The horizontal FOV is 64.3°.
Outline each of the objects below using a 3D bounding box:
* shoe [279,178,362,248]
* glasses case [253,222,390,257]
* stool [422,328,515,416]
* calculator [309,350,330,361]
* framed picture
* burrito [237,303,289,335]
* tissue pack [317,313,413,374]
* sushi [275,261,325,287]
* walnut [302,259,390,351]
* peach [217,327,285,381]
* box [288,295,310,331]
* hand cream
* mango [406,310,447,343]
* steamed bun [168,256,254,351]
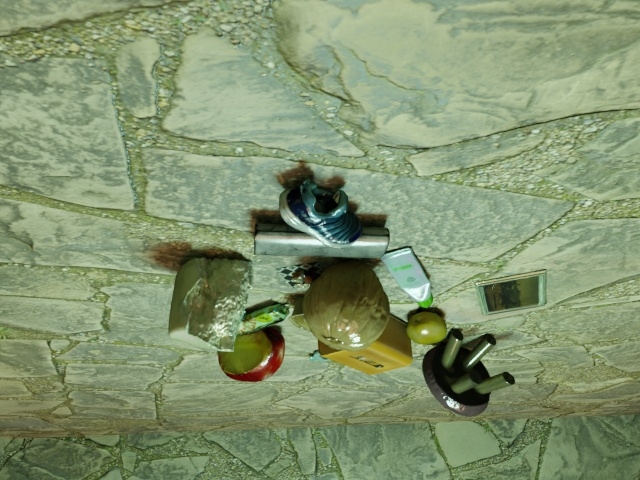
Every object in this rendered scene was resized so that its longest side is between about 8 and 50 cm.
[{"bbox_3d":[0.016,-0.055,1.034,0.106,0.092,0.207,-28,140,36],"label":"shoe"},{"bbox_3d":[0.000,0.000,1.152,0.299,0.060,0.114,1,158,-6],"label":"glasses case"},{"bbox_3d":[0.509,0.448,1.761,0.272,0.272,0.178,12,133,-23],"label":"stool"},{"bbox_3d":[0.029,0.428,1.903,0.153,0.021,0.095,-13,147,16],"label":"calculator"},{"bbox_3d":[0.566,0.162,1.505,0.197,0.014,0.252,-13,147,16],"label":"framed picture"},{"bbox_3d":[-0.228,0.244,1.550,0.288,0.054,0.104,-23,143,31],"label":"burrito"},{"bbox_3d":[0.146,0.317,1.614,0.194,0.145,0.274,-25,143,30],"label":"tissue pack"},{"bbox_3d":[-0.042,0.103,1.356,0.120,0.026,0.126,-11,147,15],"label":"sushi"},{"bbox_3d":[0.068,0.161,1.276,0.227,0.228,0.228,-2,149,-1],"label":"walnut"},{"bbox_3d":[-0.209,0.394,1.717,0.267,0.159,0.154,-20,151,23],"label":"peach"},{"bbox_3d":[-0.002,0.212,1.465,0.177,0.111,0.111,-12,147,16],"label":"box"},{"bbox_3d":[0.243,0.098,1.359,0.079,0.050,0.275,-37,138,3],"label":"hand cream"},{"bbox_3d":[0.344,0.285,1.629,0.130,0.092,0.194,-23,152,25],"label":"mango"},{"bbox_3d":[-0.267,0.150,1.227,0.199,0.226,0.170,-3,149,5],"label":"steamed bun"}]
